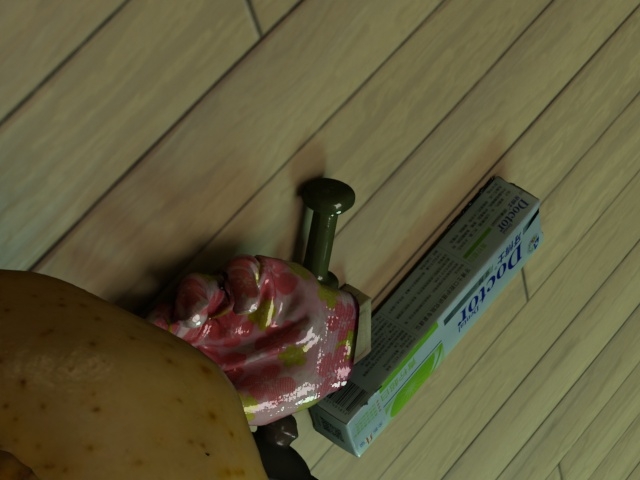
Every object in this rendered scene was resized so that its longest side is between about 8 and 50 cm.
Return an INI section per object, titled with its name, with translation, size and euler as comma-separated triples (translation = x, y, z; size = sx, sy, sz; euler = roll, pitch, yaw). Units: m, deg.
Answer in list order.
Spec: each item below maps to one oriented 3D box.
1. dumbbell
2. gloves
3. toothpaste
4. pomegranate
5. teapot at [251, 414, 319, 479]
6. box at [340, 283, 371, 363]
[dumbbell]
translation = 0.000, 0.000, 1.504
size = 0.052, 0.046, 0.118
euler = -27, 136, -49
[gloves]
translation = -0.084, 0.084, 1.394
size = 0.241, 0.126, 0.145
euler = 9, 117, -27
[toothpaste]
translation = 0.116, 0.077, 1.723
size = 0.336, 0.067, 0.081
euler = -47, 150, -20
[pomegranate]
translation = -0.211, 0.195, 1.026
size = 0.410, 0.410, 0.410
euler = -36, 142, -34
[teapot]
translation = -0.123, 0.272, 1.467
size = 0.223, 0.305, 0.285
euler = -179, -67, -84
[box]
translation = 0.013, 0.099, 1.617
size = 0.083, 0.035, 0.079
euler = -36, 142, -33
